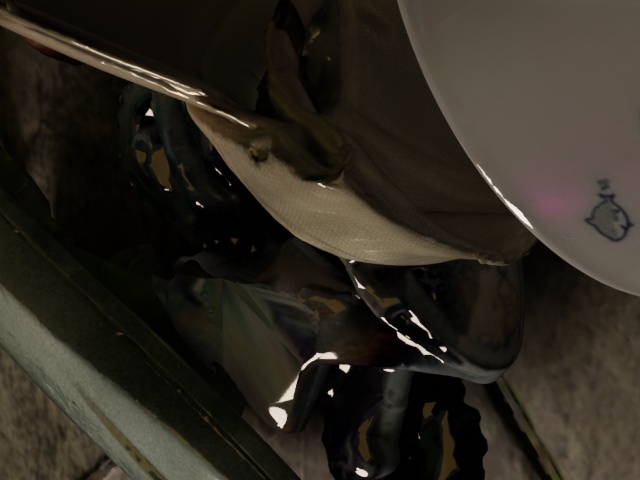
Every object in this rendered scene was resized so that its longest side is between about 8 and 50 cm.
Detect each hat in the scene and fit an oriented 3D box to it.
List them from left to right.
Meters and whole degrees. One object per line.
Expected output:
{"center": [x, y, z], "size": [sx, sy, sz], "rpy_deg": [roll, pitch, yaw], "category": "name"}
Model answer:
{"center": [-0.021, -0.073, 0.696], "size": [0.226, 0.219, 0.164], "rpy_deg": [4, 132, 28], "category": "hat"}

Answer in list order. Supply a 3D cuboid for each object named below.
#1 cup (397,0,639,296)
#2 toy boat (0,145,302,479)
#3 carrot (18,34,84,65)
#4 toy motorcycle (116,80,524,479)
{"center": [0.200, -0.126, 0.476], "size": [0.317, 0.212, 0.212], "rpy_deg": [-24, 85, 44], "category": "cup"}
{"center": [-0.087, 0.071, 0.881], "size": [0.319, 0.092, 0.141], "rpy_deg": [39, 165, 33], "category": "toy boat"}
{"center": [-0.078, -0.148, 0.840], "size": [0.205, 0.072, 0.072], "rpy_deg": [-20, 88, 44], "category": "carrot"}
{"center": [0.000, 0.000, 0.781], "size": [0.270, 0.106, 0.159], "rpy_deg": [54, 134, 18], "category": "toy motorcycle"}
